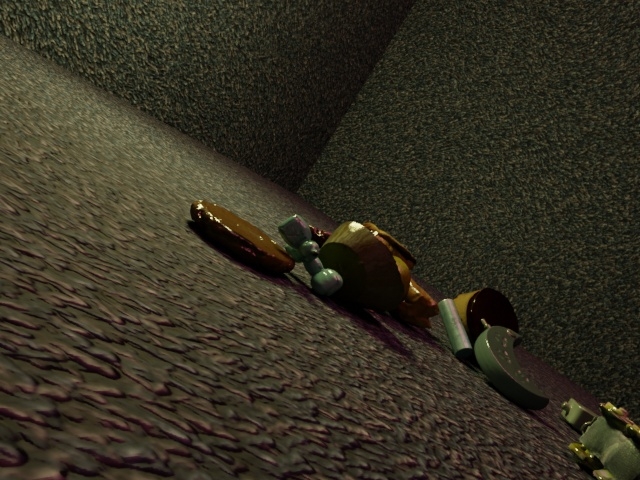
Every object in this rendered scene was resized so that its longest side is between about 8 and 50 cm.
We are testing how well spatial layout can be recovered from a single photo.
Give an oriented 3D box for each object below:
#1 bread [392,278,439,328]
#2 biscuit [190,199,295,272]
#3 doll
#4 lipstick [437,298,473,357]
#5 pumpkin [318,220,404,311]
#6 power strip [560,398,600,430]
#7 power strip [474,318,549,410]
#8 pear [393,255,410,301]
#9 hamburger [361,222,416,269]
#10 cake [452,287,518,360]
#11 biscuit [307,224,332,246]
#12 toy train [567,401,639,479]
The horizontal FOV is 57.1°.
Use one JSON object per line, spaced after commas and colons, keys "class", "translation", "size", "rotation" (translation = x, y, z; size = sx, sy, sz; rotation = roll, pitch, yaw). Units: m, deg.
{"class": "bread", "translation": [0.198, 0.128, 1.621], "size": [0.185, 0.109, 0.380], "rotation": [38, 3, -38]}
{"class": "biscuit", "translation": [-0.148, -0.004, 1.109], "size": [0.226, 0.042, 0.226], "rotation": [32, 5, -3]}
{"class": "doll", "translation": [-0.017, 0.042, 1.170], "size": [0.158, 0.059, 0.159], "rotation": [50, -14, 31]}
{"class": "lipstick", "translation": [0.346, 0.225, 1.519], "size": [0.048, 0.048, 0.158], "rotation": [29, 33, -35]}
{"class": "pumpkin", "translation": [0.067, 0.070, 1.244], "size": [0.110, 0.217, 0.217], "rotation": [-21, 39, -30]}
{"class": "power strip", "translation": [0.791, 0.537, 1.531], "size": [0.385, 0.062, 0.091], "rotation": [33, 5, 3]}
{"class": "power strip", "translation": [0.452, 0.287, 1.432], "size": [0.167, 0.054, 0.253], "rotation": [25, 31, -21]}
{"class": "pear", "translation": [0.162, 0.110, 1.440], "size": [0.104, 0.141, 0.141], "rotation": [48, 6, 2]}
{"class": "hamburger", "translation": [0.178, 0.054, 1.916], "size": [0.244, 0.163, 0.244], "rotation": [36, -2, 1]}
{"class": "cake", "translation": [0.422, 0.235, 1.627], "size": [0.207, 0.185, 0.178], "rotation": [27, -29, -28]}
{"class": "biscuit", "translation": [0.000, 0.000, 1.780], "size": [0.192, 0.049, 0.192], "rotation": [23, -10, 4]}
{"class": "toy train", "translation": [0.576, 0.405, 1.067], "size": [0.177, 0.134, 0.261], "rotation": [33, 5, 0]}
